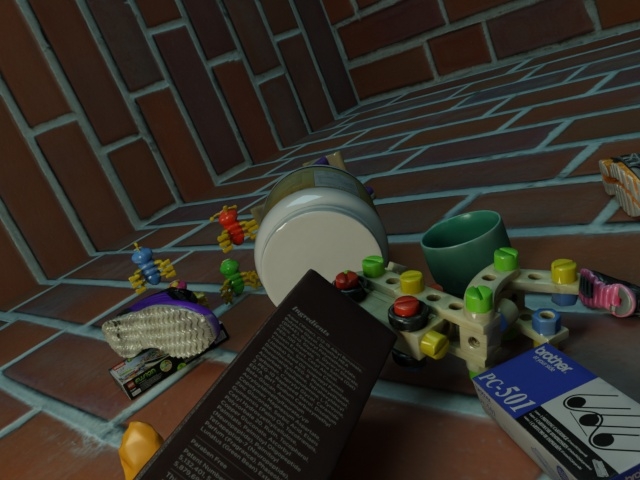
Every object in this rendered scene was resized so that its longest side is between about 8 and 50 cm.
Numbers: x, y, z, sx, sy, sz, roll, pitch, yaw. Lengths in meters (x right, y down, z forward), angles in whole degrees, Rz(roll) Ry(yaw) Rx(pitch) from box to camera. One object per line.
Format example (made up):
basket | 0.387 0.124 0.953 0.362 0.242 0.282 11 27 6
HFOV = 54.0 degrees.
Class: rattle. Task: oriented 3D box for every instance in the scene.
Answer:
rattle | -0.192 0.300 0.619 0.130 0.142 0.200 6 22 23

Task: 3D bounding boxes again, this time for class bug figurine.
bug figurine | -0.254 0.053 1.314 0.279 0.216 0.072 -25 31 -17

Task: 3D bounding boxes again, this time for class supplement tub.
supplement tub | 0.000 0.000 1.125 0.229 0.228 0.316 -21 17 6

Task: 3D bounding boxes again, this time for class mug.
mug | 0.234 0.019 0.986 0.130 0.097 0.157 -16 17 23

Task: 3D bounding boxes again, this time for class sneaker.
sneaker | 0.369 0.065 0.785 0.057 0.047 0.119 -3 15 -11
sneaker | 0.519 -0.102 1.023 0.083 0.084 0.215 -13 18 15
sneaker | -0.268 0.134 1.149 0.294 0.102 0.146 -9 21 40

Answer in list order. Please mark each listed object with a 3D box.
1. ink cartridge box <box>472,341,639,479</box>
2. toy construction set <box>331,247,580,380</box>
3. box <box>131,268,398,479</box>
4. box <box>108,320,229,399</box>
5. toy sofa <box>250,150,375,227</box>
ink cartridge box | 0.237 0.172 0.601 0.097 0.046 0.207 -24 17 -7
toy construction set | 0.143 0.078 0.817 0.215 0.151 0.328 -27 16 -33
box | -0.075 0.210 0.613 0.191 0.143 0.381 -54 -1 35
box | -0.283 0.212 1.173 0.207 0.036 0.114 -31 18 -26
toy sofa | -0.005 -0.101 1.581 0.177 0.150 0.362 -15 18 28
